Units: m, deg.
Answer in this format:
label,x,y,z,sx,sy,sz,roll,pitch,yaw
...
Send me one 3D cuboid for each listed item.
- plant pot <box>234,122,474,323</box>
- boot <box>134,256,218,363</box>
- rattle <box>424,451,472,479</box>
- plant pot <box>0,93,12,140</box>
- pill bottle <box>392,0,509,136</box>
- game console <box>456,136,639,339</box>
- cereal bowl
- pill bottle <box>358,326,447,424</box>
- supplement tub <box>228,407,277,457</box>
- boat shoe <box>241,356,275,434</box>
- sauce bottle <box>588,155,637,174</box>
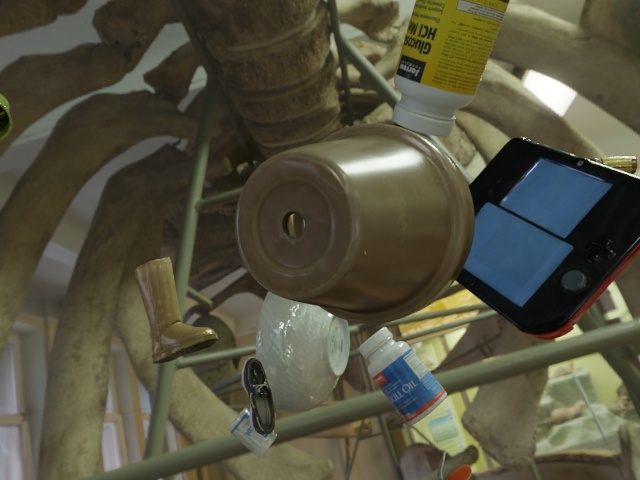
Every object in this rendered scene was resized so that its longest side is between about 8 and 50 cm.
label,x,y,z,sx,sy,sz,roll,pitch,yaw
plant pot,0.023,-0.019,0.589,0.263,0.263,0.229,-27,-11,28
boot,-0.395,0.172,1.336,0.236,0.269,0.089,-23,-17,26
rattle,0.170,0.452,0.813,0.143,0.130,0.199,-11,-47,-15
plant pot,-0.568,-0.219,0.856,0.083,0.079,0.083,-10,-55,-15
pill bottle,0.272,-0.409,1.099,0.188,0.188,0.333,-3,-60,-34
game console,0.409,-0.025,0.981,0.060,0.386,0.342,32,-82,-35
cereal bowl,-0.019,0.249,1.236,0.141,0.338,0.339,-4,-14,22
pill bottle,0.195,0.330,1.243,0.124,0.221,0.124,-36,-16,-12
supplement tub,-0.169,0.476,1.244,0.071,0.107,0.071,-51,-7,-9
boat shoe,-0.100,0.256,0.828,0.046,0.125,0.038,1,-11,-37
sauce bottle,0.597,-0.157,1.065,0.128,0.042,0.042,1,-17,9
